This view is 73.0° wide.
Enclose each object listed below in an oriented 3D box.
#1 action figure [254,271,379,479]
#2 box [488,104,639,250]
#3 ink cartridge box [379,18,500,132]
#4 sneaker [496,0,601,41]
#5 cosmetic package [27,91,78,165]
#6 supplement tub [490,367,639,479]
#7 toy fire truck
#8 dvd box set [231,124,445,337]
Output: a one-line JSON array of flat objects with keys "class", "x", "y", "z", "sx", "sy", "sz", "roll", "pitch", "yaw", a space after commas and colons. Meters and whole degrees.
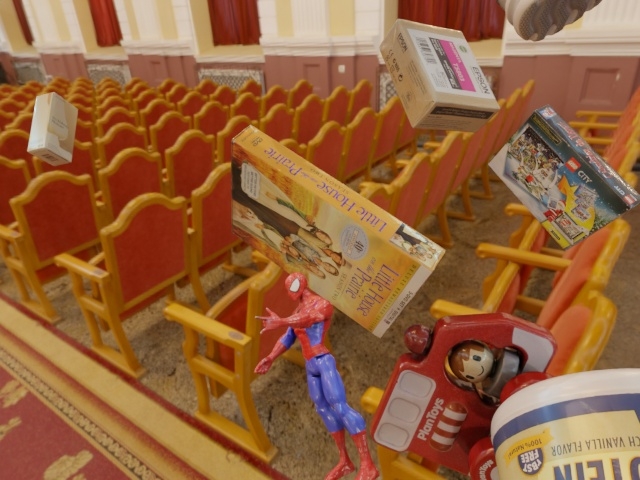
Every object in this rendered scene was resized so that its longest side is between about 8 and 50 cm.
[{"class": "action figure", "x": -0.026, "y": 0.180, "z": 0.562, "sx": 0.139, "sy": 0.280, "sz": 0.091, "roll": -5, "pitch": -14, "yaw": -38}, {"class": "box", "x": 0.446, "y": -0.114, "z": 0.816, "sx": 0.044, "sy": 0.159, "sz": 0.233, "roll": -26, "pitch": 71, "yaw": -25}, {"class": "ink cartridge box", "x": 0.259, "y": -0.359, "z": 0.953, "sx": 0.193, "sy": 0.088, "sz": 0.234, "roll": -6, "pitch": 67, "yaw": -27}, {"class": "sneaker", "x": 0.298, "y": -0.324, "z": 0.429, "sx": 0.281, "sy": 0.105, "sz": 0.115, "roll": -28, "pitch": 65, "yaw": 3}, {"class": "cosmetic package", "x": -0.481, "y": -0.200, "z": 0.781, "sx": 0.041, "sy": 0.115, "sz": 0.060, "roll": -8, "pitch": -18, "yaw": 14}, {"class": "supplement tub", "x": 0.286, "y": 0.298, "z": 0.363, "sx": 0.228, "sy": 0.228, "sz": 0.316, "roll": 0, "pitch": 45, "yaw": 7}, {"class": "toy fire truck", "x": 0.242, "y": 0.255, "z": 0.725, "sx": 0.254, "sy": 0.302, "sz": 0.169, "roll": 19, "pitch": 17, "yaw": 5}, {"class": "dvd box set", "x": 0.000, "y": 0.000, "z": 0.863, "sx": 0.420, "sy": 0.307, "sz": 0.062, "roll": 35, "pitch": 58, "yaw": 11}]
